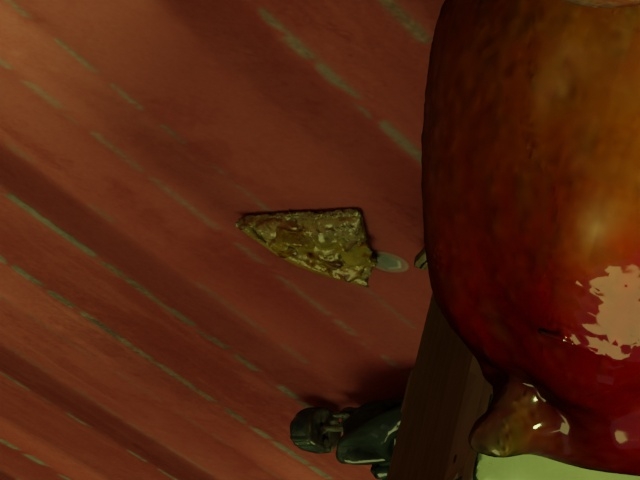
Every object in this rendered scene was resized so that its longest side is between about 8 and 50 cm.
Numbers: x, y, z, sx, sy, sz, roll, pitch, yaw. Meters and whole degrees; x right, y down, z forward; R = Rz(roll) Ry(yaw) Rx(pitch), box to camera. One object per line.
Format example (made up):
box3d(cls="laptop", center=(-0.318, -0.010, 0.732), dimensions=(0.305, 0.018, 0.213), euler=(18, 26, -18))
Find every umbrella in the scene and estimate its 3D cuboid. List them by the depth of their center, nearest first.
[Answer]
box3d(cls="umbrella", center=(0.105, 0.182, 1.667), dimensions=(0.348, 0.094, 0.143), euler=(-7, 143, 42))

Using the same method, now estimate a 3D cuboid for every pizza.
box3d(cls="pizza", center=(0.000, 0.000, 1.428), dimensions=(0.123, 0.026, 0.108), euler=(23, 151, -15))

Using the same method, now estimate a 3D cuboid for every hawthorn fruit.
box3d(cls="hawthorn fruit", center=(0.191, -0.036, 0.940), dimensions=(0.295, 0.311, 0.295), euler=(4, -174, 0))

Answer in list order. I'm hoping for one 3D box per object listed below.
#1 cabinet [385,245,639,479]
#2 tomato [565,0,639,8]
box3d(cls="cabinet", center=(0.183, 0.108, 1.244), dimensions=(0.227, 0.290, 0.318), euler=(19, 155, -9))
box3d(cls="tomato", center=(0.120, -0.191, 0.724), dimensions=(0.181, 0.155, 0.214), euler=(51, 126, 10))
